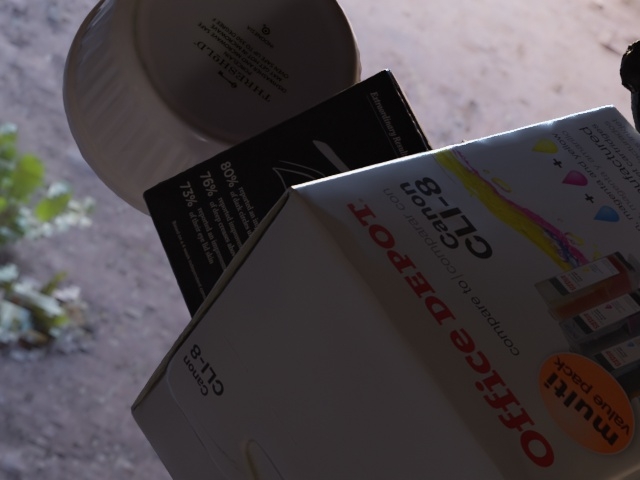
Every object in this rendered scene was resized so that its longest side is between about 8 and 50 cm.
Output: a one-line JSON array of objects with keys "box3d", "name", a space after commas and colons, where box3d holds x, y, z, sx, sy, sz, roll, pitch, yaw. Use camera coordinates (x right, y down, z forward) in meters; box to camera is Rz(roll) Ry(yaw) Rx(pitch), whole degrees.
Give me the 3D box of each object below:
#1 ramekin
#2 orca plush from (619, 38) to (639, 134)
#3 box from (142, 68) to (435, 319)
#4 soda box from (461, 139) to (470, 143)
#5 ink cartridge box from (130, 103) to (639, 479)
[{"box3d": [-0.086, -0.151, 1.499, 0.273, 0.127, 0.273, 9, 65, -19], "name": "ramekin"}, {"box3d": [0.311, -0.078, 1.369, 0.151, 0.102, 0.287, -11, 72, -23], "name": "orca plush"}, {"box3d": [0.000, 0.000, 1.195, 0.108, 0.207, 0.153, 59, 6, -60], "name": "box"}, {"box3d": [0.128, 0.026, 0.834, 0.098, 0.091, 0.286, 18, 10, -11], "name": "soda box"}, {"box3d": [0.054, 0.051, 0.564, 0.176, 0.127, 0.128, -17, 63, -44], "name": "ink cartridge box"}]
